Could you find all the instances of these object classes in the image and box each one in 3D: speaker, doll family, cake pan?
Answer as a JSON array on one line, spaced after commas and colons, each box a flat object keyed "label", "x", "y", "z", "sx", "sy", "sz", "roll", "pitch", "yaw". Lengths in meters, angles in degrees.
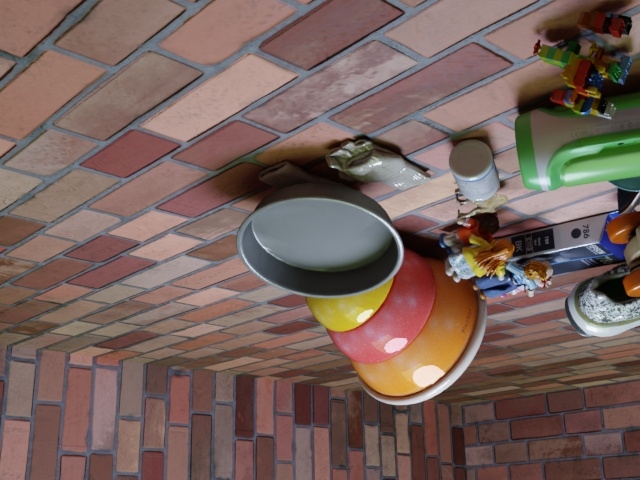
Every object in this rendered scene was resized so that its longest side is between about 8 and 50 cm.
[{"label": "speaker", "x": 0.432, "y": -0.148, "z": 1.192, "sx": 0.297, "sy": 0.131, "sz": 0.131, "roll": -8, "pitch": 160, "yaw": 19}, {"label": "doll family", "x": 0.361, "y": 0.058, "z": 1.688, "sx": 0.263, "sy": 0.118, "sz": 0.163, "roll": 36, "pitch": 141, "yaw": -23}, {"label": "cake pan", "x": 0.000, "y": 0.000, "z": 1.481, "sx": 0.293, "sy": 0.054, "sz": 0.293, "roll": 3, "pitch": 143, "yaw": 3}]

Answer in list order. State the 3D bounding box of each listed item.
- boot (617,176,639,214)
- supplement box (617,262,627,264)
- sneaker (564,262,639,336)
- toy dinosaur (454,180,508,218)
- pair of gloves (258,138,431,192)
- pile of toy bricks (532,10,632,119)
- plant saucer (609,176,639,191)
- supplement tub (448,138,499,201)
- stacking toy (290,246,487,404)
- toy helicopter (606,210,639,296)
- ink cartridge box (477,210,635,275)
[{"label": "boot", "x": 0.565, "y": -0.098, "z": 1.409, "sx": 0.106, "sy": 0.082, "sz": 0.219, "roll": 0, "pitch": 159, "yaw": 5}, {"label": "supplement box", "x": 0.673, "y": 0.024, "z": 1.834, "sx": 0.062, "sy": 0.036, "sz": 0.098, "roll": 4, "pitch": 160, "yaw": -18}, {"label": "sneaker", "x": 0.721, "y": 0.085, "z": 1.752, "sx": 0.410, "sy": 0.158, "sz": 0.182, "roll": -20, "pitch": 157, "yaw": 1}, {"label": "toy dinosaur", "x": 0.293, "y": -0.066, "z": 1.529, "sx": 0.093, "sy": 0.053, "sz": 0.183, "roll": -6, "pitch": 160, "yaw": 10}, {"label": "pair of gloves", "x": 0.043, "y": -0.101, "z": 1.434, "sx": 0.240, "sy": 0.042, "sz": 0.204, "roll": -15, "pitch": 156, "yaw": 33}, {"label": "pile of toy bricks", "x": 0.315, "y": -0.221, "z": 1.045, "sx": 0.105, "sy": 0.118, "sz": 0.212, "roll": 21, "pitch": -172, "yaw": 23}, {"label": "plant saucer", "x": 0.483, "y": -0.133, "z": 1.308, "sx": 0.021, "sy": 0.119, "sz": 0.119, "roll": -42, "pitch": -170, "yaw": -39}, {"label": "supplement tub", "x": 0.250, "y": -0.113, "z": 1.366, "sx": 0.071, "sy": 0.071, "sz": 0.107, "roll": -7, "pitch": 161, "yaw": 17}, {"label": "stacking toy", "x": 0.085, "y": 0.095, "z": 1.746, "sx": 0.351, "sy": 0.350, "sz": 0.480, "roll": -18, "pitch": 135, "yaw": 40}, {"label": "toy helicopter", "x": 0.661, "y": -0.032, "z": 1.437, "sx": 0.235, "sy": 0.140, "sz": 0.355, "roll": -6, "pitch": 156, "yaw": -6}, {"label": "ink cartridge box", "x": 0.515, "y": 0.017, "z": 1.770, "sx": 0.333, "sy": 0.065, "sz": 0.165, "roll": -16, "pitch": 155, "yaw": 35}]
